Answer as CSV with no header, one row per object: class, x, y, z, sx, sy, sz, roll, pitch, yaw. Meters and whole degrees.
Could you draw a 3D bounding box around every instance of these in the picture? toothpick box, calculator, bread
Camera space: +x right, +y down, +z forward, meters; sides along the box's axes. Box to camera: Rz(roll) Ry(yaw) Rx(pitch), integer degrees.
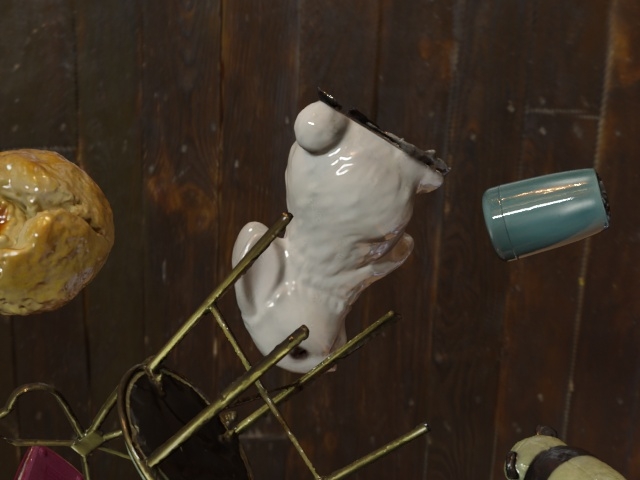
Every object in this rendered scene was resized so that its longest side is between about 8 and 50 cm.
toothpick box,0.352,-0.044,1.587,0.184,0.120,0.120,-15,110,17
calculator,-0.424,0.410,1.559,0.034,0.191,0.127,-21,127,32
bread,-0.396,-0.022,1.354,0.244,0.245,0.134,-4,154,-3

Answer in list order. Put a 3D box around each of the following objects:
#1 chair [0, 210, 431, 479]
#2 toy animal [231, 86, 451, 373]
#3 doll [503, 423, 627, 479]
chair,-0.094,0.143,0.751,0.325,0.170,0.160,-37,122,17
toy animal,0.000,0.000,1.357,0.257,0.194,0.357,27,99,-28
doll,0.344,0.346,1.399,0.143,0.234,0.135,-23,110,-15
